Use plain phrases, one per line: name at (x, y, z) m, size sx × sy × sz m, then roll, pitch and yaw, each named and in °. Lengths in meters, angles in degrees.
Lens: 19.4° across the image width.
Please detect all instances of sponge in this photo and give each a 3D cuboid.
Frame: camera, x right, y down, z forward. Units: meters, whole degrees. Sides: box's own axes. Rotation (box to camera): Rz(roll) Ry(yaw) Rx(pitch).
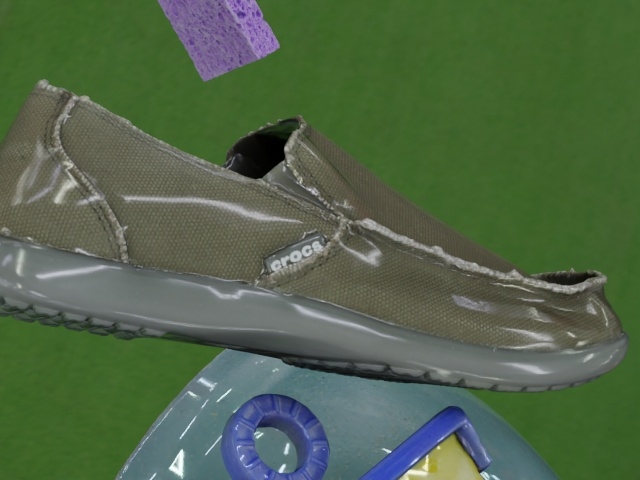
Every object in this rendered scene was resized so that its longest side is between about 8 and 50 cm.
sponge at (-0.122, -0.247, 1.687) m, size 0.031 × 0.117 × 0.210 m, roll -36°, pitch 103°, yaw -26°

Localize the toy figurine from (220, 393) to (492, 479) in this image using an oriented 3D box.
toy figurine at (0.070, 0.110, 0.615) m, size 0.217 × 0.191 × 0.362 m, roll 46°, pitch 52°, yaw 13°

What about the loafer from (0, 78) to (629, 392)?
loafer at (0.000, 0.000, 0.648) m, size 0.251 × 0.094 × 0.087 m, roll 11°, pitch 84°, yaw -25°

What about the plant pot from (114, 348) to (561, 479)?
plant pot at (0.035, 0.203, 0.874) m, size 0.293 × 0.196 × 0.293 m, roll -37°, pitch 138°, yaw -43°
